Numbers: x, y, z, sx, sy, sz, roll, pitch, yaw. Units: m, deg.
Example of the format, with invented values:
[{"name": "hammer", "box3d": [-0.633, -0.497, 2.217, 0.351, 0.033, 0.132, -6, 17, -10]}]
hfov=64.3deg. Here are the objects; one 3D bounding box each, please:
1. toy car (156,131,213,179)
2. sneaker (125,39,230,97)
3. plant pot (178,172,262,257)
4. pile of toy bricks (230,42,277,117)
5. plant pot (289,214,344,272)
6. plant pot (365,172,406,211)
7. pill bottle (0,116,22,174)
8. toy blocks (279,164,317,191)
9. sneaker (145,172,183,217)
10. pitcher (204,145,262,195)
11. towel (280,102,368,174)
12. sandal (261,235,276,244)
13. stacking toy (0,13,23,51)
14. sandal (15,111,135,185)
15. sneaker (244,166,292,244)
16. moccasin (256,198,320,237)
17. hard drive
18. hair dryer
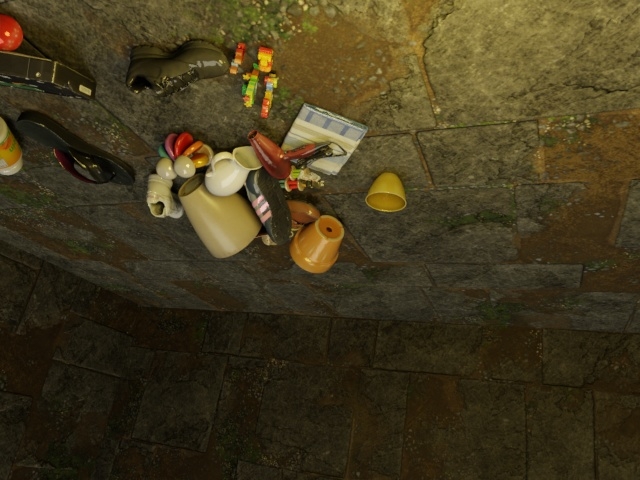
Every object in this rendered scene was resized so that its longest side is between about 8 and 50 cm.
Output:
[{"name": "toy car", "box3d": [-0.455, -0.286, 1.666, 0.182, 0.159, 0.136, -2, 120, 28]}, {"name": "sneaker", "box3d": [-0.365, -0.422, 1.293, 0.287, 0.130, 0.109, 0, 153, 19]}, {"name": "plant pot", "box3d": [-0.402, -0.116, 1.929, 0.257, 0.256, 0.274, -8, 136, 36]}, {"name": "pile of toy bricks", "box3d": [-0.175, -0.395, 1.307, 0.118, 0.105, 0.212, 11, 157, -2]}, {"name": "plant pot", "box3d": [0.000, 0.000, 2.084, 0.205, 0.205, 0.188, 17, 141, -16]}, {"name": "plant pot", "box3d": [0.222, -0.169, 1.693, 0.135, 0.095, 0.134, 9, 158, 3]}, {"name": "pill bottle", "box3d": [-1.154, -0.333, 1.813, 0.137, 0.136, 0.245, 13, 157, -8]}, {"name": "toy blocks", "box3d": [-0.100, -0.215, 1.770, 0.148, 0.054, 0.123, 0, 156, 24]}, {"name": "sneaker", "box3d": [-0.631, -0.143, 2.031, 0.114, 0.152, 0.305, 6, 158, 5]}, {"name": "pitcher", "box3d": [-0.314, -0.230, 1.676, 0.178, 0.125, 0.207, -1, 158, -45]}, {"name": "towel", "box3d": [0.001, -0.302, 1.553, 0.210, 0.034, 0.285, 18, 154, -13]}, {"name": "sandal", "box3d": [-0.222, -0.011, 2.268, 0.088, 0.079, 0.240, 9, 157, 3]}, {"name": "stacking toy", "box3d": [-0.869, -0.560, 1.187, 0.141, 0.141, 0.330, -9, 156, 37]}, {"name": "sandal", "box3d": [-0.884, -0.291, 1.840, 0.168, 0.106, 0.446, -8, 152, 36]}, {"name": "sneaker", "box3d": [-0.196, -0.132, 1.840, 0.131, 0.112, 0.318, 19, 135, 40]}, {"name": "moccasin", "box3d": [-0.164, -0.073, 2.008, 0.381, 0.146, 0.139, -6, 153, 33]}, {"name": "hard drive", "box3d": [-0.822, -0.455, 1.372, 0.340, 0.064, 0.237, 9, -176, 1]}, {"name": "hair dryer", "box3d": [-0.085, -0.270, 1.567, 0.294, 0.080, 0.223, 15, 139, -17]}]
